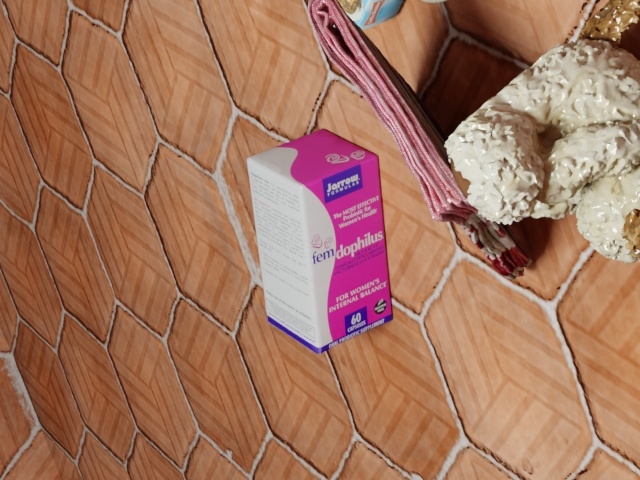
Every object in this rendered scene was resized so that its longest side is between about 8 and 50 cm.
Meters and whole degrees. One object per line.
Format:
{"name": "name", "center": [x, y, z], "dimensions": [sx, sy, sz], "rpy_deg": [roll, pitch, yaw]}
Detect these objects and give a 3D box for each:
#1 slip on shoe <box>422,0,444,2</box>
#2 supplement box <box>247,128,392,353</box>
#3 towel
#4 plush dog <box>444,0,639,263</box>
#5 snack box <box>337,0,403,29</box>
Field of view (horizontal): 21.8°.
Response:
{"name": "slip on shoe", "center": [0.076, -0.379, 1.501], "dimensions": [0.101, 0.123, 0.331], "rpy_deg": [-177, 72, -69]}
{"name": "supplement box", "center": [0.000, 0.000, 1.906], "dimensions": [0.114, 0.111, 0.220], "rpy_deg": [29, 134, 49]}
{"name": "towel", "center": [0.098, -0.087, 1.551], "dimensions": [0.237, 0.037, 0.329], "rpy_deg": [58, -171, 19]}
{"name": "plush dog", "center": [0.257, -0.060, 1.371], "dimensions": [0.210, 0.262, 0.225], "rpy_deg": [-46, 79, 14]}
{"name": "snack box", "center": [-0.003, -0.392, 1.676], "dimensions": [0.322, 0.060, 0.187], "rpy_deg": [56, 150, 20]}
